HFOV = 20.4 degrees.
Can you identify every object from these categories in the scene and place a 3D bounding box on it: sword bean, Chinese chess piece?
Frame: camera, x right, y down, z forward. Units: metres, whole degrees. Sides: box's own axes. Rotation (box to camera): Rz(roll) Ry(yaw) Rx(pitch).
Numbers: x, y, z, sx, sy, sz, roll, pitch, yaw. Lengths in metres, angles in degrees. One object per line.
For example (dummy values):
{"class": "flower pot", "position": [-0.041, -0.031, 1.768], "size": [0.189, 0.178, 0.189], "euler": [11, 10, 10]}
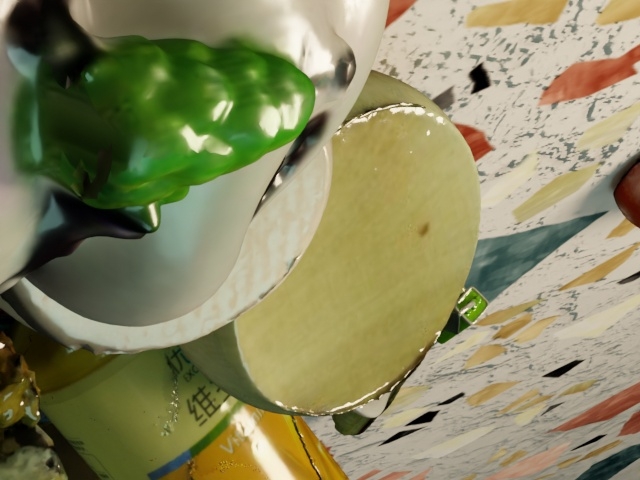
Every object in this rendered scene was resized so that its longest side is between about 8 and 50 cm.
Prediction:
{"class": "sword bean", "position": [0.066, 0.098, 1.477], "size": [0.043, 0.038, 0.269], "euler": [-44, 173, -32]}
{"class": "Chinese chess piece", "position": [0.000, 0.000, 0.939], "size": [0.188, 0.083, 0.188], "euler": [-21, 124, -35]}

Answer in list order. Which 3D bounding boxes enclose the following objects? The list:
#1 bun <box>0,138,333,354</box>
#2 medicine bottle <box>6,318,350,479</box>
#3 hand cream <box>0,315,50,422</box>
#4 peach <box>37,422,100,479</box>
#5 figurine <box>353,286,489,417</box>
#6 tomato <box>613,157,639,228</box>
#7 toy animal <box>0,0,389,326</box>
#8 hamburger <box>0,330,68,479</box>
{"class": "bun", "position": [-0.085, -0.041, 0.774], "size": [0.173, 0.120, 0.173], "euler": [-13, 123, -21]}
{"class": "medicine bottle", "position": [-0.078, 0.107, 1.028], "size": [0.124, 0.239, 0.124], "euler": [-30, -160, 12]}
{"class": "hand cream", "position": [-0.183, 0.080, 1.088], "size": [0.270, 0.061, 0.120], "euler": [-3, 150, -39]}
{"class": "peach", "position": [-0.118, 0.236, 1.231], "size": [0.292, 0.292, 0.247], "euler": [98, 15, -68]}
{"class": "figurine", "position": [0.021, 0.034, 1.109], "size": [0.192, 0.147, 0.126], "euler": [-21, 151, -55]}
{"class": "tomato", "position": [0.324, -0.050, 1.339], "size": [0.166, 0.082, 0.174], "euler": [-8, 157, -40]}
{"class": "toy animal", "position": [-0.097, -0.068, 0.554], "size": [0.267, 0.212, 0.212], "euler": [-12, 157, -26]}
{"class": "hamburger", "position": [-0.231, 0.103, 0.886], "size": [0.192, 0.168, 0.288], "euler": [-17, 154, -14]}
